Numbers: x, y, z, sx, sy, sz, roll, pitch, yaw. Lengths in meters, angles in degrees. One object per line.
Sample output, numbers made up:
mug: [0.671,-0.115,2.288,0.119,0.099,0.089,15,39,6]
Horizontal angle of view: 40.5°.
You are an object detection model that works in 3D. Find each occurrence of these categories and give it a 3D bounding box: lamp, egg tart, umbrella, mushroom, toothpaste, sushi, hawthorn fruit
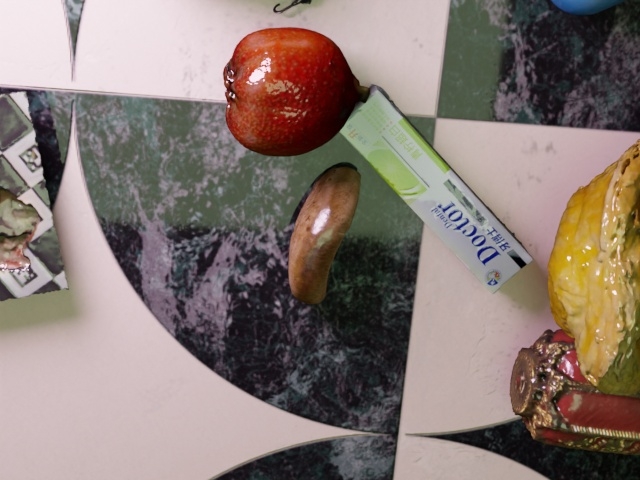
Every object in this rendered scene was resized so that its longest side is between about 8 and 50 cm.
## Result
lamp: [0.420,0.224,1.279,0.274,0.177,0.177,7,106,-9]
egg tart: [0.426,0.027,1.189,0.340,0.153,0.351,-9,100,-46]
umbrella: [0.005,-0.336,1.154,0.149,0.022,0.022,-26,144,3]
mushroom: [-0.001,-0.001,1.218,0.072,0.094,0.209,15,109,-12]
toothpaste: [0.162,-0.071,1.221,0.081,0.067,0.336,-42,105,11]
sushi: [-0.508,-0.050,1.178,0.292,0.059,0.293,-9,107,-2]
hawthorn fruit: [-0.031,-0.190,1.124,0.188,0.169,0.168,6,106,-15]

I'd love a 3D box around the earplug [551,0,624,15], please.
earplug: [0.420,-0.384,1.122,0.273,0.132,0.132,-27,107,7]
